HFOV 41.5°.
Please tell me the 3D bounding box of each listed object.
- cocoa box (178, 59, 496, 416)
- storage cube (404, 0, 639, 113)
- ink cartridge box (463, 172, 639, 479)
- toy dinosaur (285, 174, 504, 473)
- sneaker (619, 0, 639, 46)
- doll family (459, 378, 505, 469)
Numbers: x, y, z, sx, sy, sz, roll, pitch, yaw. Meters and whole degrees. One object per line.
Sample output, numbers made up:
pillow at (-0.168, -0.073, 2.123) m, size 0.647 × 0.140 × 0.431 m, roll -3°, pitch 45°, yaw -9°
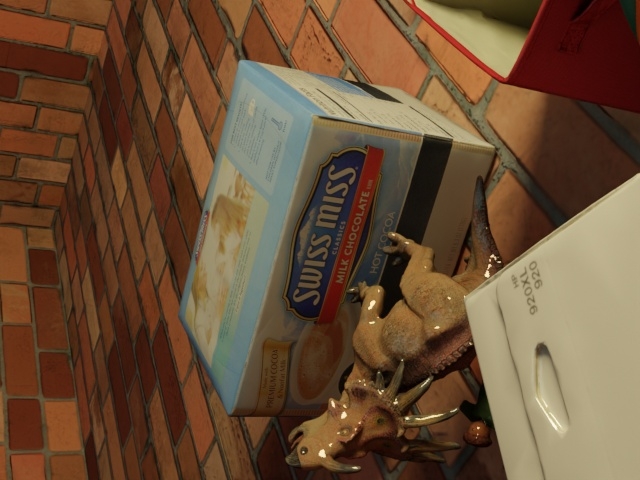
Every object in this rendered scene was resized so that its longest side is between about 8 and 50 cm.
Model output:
cocoa box at (0.000, 0.000, 0.973) m, size 0.231 × 0.228 × 0.347 m, roll 46°, pitch 125°, yaw 55°
storage cube at (0.210, -0.223, 0.662) m, size 0.215 × 0.193 × 0.184 m, roll 58°, pitch 134°, yaw 48°
ink cartridge box at (0.239, 0.083, 0.505) m, size 0.168 × 0.232 × 0.171 m, roll -47°, pitch 45°, yaw 49°
toy dinosaur at (0.101, 0.094, 0.786) m, size 0.296 × 0.127 × 0.200 m, roll -52°, pitch 16°, yaw 14°
sneaker at (0.226, -0.104, 0.442) m, size 0.108 × 0.121 × 0.302 m, roll -25°, pitch 72°, yaw 29°
doll family at (0.199, 0.164, 0.730) m, size 0.193 × 0.076 × 0.111 m, roll -5°, pitch 61°, yaw 66°
